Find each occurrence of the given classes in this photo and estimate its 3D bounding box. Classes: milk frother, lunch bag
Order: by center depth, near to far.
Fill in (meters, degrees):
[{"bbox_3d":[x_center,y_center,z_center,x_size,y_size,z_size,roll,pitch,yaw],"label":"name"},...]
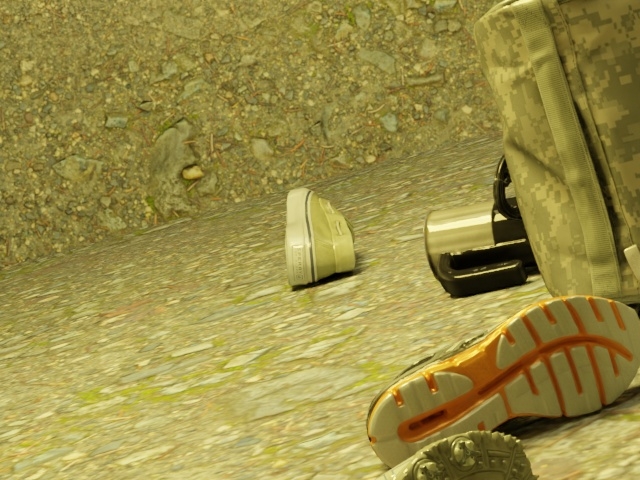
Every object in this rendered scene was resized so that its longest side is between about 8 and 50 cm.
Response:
[{"bbox_3d":[0.258,-0.094,1.300,0.213,0.305,0.256,-15,3,29],"label":"lunch bag"},{"bbox_3d":[0.172,-0.024,1.555,0.135,0.143,0.129,-11,16,23],"label":"milk frother"}]

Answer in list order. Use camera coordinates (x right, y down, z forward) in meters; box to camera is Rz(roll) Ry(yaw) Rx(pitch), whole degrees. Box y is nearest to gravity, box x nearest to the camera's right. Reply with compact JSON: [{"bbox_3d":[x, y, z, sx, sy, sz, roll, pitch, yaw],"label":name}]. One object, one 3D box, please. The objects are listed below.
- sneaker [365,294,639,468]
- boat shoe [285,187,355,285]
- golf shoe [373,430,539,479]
[{"bbox_3d":[0.125,0.093,1.022,0.215,0.084,0.083,-18,3,-11],"label":"sneaker"},{"bbox_3d":[0.000,0.000,2.010,0.094,0.109,0.302,-1,16,0],"label":"boat shoe"},{"bbox_3d":[0.038,0.154,0.816,0.176,0.069,0.086,-19,2,-29],"label":"golf shoe"}]
